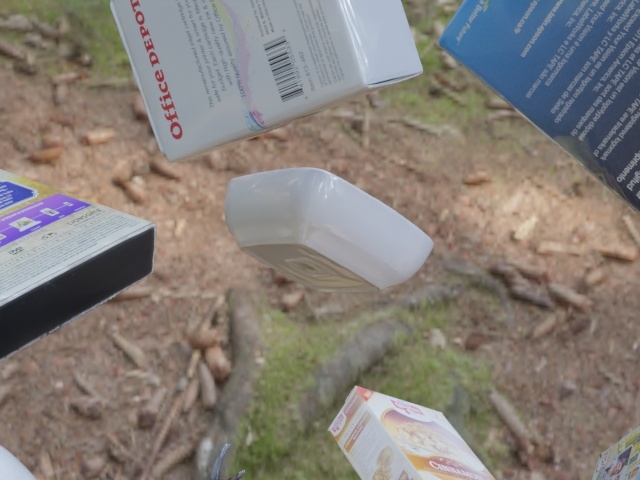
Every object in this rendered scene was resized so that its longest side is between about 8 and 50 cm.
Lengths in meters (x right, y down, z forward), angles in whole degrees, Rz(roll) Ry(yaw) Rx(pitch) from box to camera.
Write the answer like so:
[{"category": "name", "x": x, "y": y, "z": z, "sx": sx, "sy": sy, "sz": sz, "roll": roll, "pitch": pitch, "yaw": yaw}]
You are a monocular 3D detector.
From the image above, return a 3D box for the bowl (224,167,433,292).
[{"category": "bowl", "x": 0.000, "y": 0.000, "z": 0.931, "sx": 0.142, "sy": 0.142, "sz": 0.053, "roll": -3, "pitch": 63, "yaw": 52}]

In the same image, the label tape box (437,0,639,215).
[{"category": "label tape box", "x": 0.300, "y": -0.155, "z": 0.925, "sx": 0.347, "sy": 0.249, "sz": 0.115, "roll": 41, "pitch": 37, "yaw": 11}]

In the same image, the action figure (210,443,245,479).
[{"category": "action figure", "x": -0.069, "y": 0.322, "z": 1.043, "sx": 0.141, "sy": 0.276, "sz": 0.164, "roll": -29, "pitch": 26, "yaw": -18}]

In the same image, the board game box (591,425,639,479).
[{"category": "board game box", "x": 0.303, "y": 0.324, "z": 1.183, "sx": 0.046, "sy": 0.213, "sz": 0.317, "roll": 27, "pitch": 58, "yaw": 1}]

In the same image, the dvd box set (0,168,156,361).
[{"category": "dvd box set", "x": -0.414, "y": -0.004, "z": 1.111, "sx": 0.420, "sy": 0.062, "sz": 0.307, "roll": 18, "pitch": 27, "yaw": 22}]

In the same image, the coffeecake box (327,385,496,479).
[{"category": "coffeecake box", "x": 0.113, "y": 0.255, "z": 1.311, "sx": 0.142, "sy": 0.068, "sz": 0.185, "roll": 21, "pitch": 17, "yaw": -35}]

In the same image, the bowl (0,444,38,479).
[{"category": "bowl", "x": -0.279, "y": 0.183, "z": 0.632, "sx": 0.297, "sy": 0.134, "sz": 0.298, "roll": -25, "pitch": 14, "yaw": 7}]

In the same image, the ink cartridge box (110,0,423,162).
[{"category": "ink cartridge box", "x": -0.039, "y": -0.138, "z": 0.769, "sx": 0.175, "sy": 0.128, "sz": 0.072, "roll": -16, "pitch": 4, "yaw": 37}]
